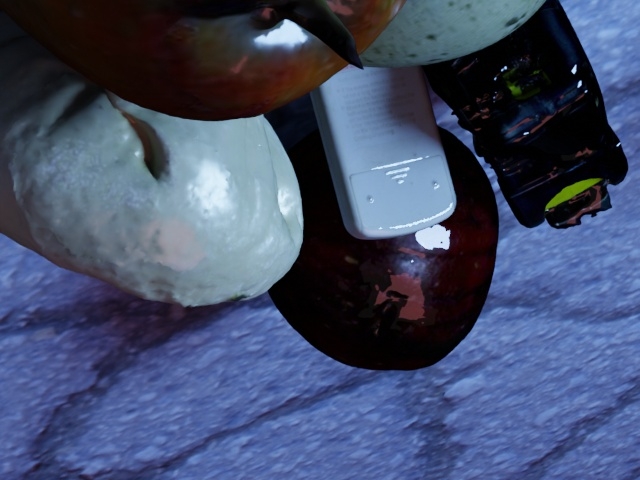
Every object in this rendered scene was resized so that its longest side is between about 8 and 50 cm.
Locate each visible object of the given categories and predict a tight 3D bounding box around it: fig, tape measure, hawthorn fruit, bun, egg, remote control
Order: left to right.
[{"bbox_3d":[-0.130,-0.071,1.271,0.259,0.259,0.160,8,110,-42],"label":"bun"},{"bbox_3d":[-0.054,-0.197,1.098,0.267,0.301,0.268,-28,142,-24],"label":"hawthorn fruit"},{"bbox_3d":[0.015,-0.004,1.499,0.249,0.204,0.186,5,163,-42],"label":"fig"},{"bbox_3d":[0.038,-0.096,1.425,0.087,0.190,0.029,-14,177,-21],"label":"remote control"},{"bbox_3d":[0.060,-0.200,1.296,0.228,0.177,0.177,-28,151,28],"label":"egg"},{"bbox_3d":[0.140,-0.119,1.458,0.112,0.186,0.199,-24,152,3],"label":"tape measure"}]
